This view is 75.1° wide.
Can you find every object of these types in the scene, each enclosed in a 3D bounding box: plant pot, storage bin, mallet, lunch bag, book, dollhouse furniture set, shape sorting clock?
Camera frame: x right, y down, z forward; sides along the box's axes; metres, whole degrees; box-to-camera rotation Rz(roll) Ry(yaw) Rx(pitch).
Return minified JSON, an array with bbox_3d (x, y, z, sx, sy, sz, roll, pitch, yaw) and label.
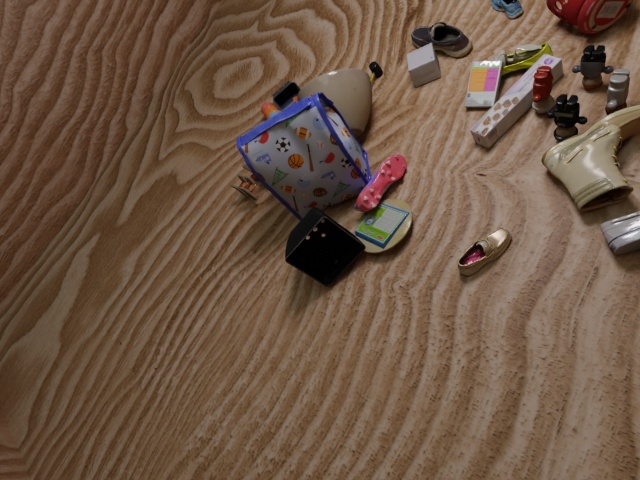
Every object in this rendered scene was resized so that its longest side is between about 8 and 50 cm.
[{"bbox_3d":[0.812,-0.736,1.237,0.191,0.191,0.174,-32,54,14],"label":"plant pot"},{"bbox_3d":[0.000,0.000,1.346,0.188,0.187,0.167,-47,30,15],"label":"plant pot"},{"bbox_3d":[-0.167,-0.690,1.952,0.135,0.098,0.091,-40,38,8],"label":"storage bin"},{"bbox_3d":[0.205,-0.629,1.698,0.039,0.062,0.189,15,87,41],"label":"mallet"},{"bbox_3d":[-0.047,-0.296,1.426,0.328,0.385,0.239,-24,52,22],"label":"lunch bag"},{"bbox_3d":[0.534,-0.508,1.359,0.096,0.035,0.144,14,97,38],"label":"book"},{"bbox_3d":[0.074,-0.480,1.564,0.284,0.284,0.191,-18,83,25],"label":"plant pot"},{"bbox_3d":[-0.211,-0.285,1.733,0.259,0.135,0.262,19,75,52],"label":"dollhouse furniture set"},{"bbox_3d":[0.200,-0.047,1.336,0.206,0.040,0.206,-23,42,23],"label":"shape sorting clock"}]

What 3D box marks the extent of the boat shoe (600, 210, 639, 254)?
[{"bbox_3d":[0.774,-0.059,0.921,0.267,0.096,0.088,-30,54,27],"label":"boat shoe"}]

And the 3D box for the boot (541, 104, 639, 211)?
[{"bbox_3d":[0.726,-0.201,1.033,0.262,0.095,0.203,-28,50,20],"label":"boot"}]

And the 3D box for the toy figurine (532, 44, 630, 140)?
[{"bbox_3d":[0.709,-0.400,1.141,0.210,0.148,0.213,-23,50,14],"label":"toy figurine"}]

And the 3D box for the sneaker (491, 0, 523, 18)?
[{"bbox_3d":[0.667,-0.866,1.492,0.063,0.073,0.162,-35,48,12],"label":"sneaker"}]

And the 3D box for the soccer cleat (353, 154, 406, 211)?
[{"bbox_3d":[0.199,-0.194,1.398,0.248,0.083,0.095,-53,16,-20],"label":"soccer cleat"}]

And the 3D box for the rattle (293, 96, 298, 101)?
[{"bbox_3d":[-0.024,-0.617,1.846,0.200,0.142,0.130,-22,19,41],"label":"rattle"}]

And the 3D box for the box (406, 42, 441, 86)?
[{"bbox_3d":[0.383,-0.651,1.546,0.101,0.087,0.102,-15,56,27],"label":"box"}]

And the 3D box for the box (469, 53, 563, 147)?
[{"bbox_3d":[0.601,-0.426,1.277,0.324,0.067,0.063,-46,48,3],"label":"box"}]

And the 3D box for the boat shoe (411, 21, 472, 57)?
[{"bbox_3d":[0.448,-0.776,1.575,0.103,0.092,0.285,-45,48,3],"label":"boat shoe"}]

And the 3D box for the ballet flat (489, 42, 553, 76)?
[{"bbox_3d":[0.622,-0.587,1.350,0.231,0.077,0.077,-1,58,34],"label":"ballet flat"}]

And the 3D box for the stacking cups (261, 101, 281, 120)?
[{"bbox_3d":[-0.189,-0.535,1.881,0.096,0.096,0.316,-41,43,7],"label":"stacking cups"}]

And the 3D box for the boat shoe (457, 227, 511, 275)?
[{"bbox_3d":[0.439,0.025,1.117,0.170,0.059,0.063,-45,48,4],"label":"boat shoe"}]
